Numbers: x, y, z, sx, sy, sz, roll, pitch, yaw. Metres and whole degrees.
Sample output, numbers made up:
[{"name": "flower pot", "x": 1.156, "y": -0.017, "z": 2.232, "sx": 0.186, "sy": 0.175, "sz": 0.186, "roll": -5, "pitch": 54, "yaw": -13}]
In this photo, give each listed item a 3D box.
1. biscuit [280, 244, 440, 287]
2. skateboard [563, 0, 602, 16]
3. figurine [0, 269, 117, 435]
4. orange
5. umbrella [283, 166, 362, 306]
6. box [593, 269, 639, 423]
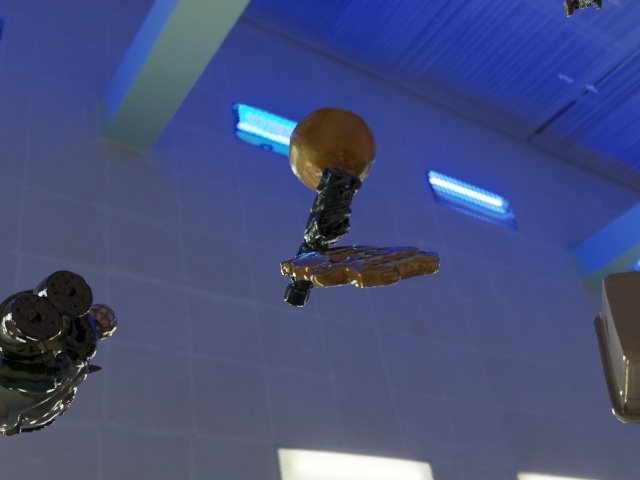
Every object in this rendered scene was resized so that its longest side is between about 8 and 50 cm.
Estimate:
[{"name": "biscuit", "x": 0.042, "y": 0.022, "z": 0.786, "sx": 0.133, "sy": 0.184, "sz": 0.027, "roll": -12, "pitch": -81, "yaw": -21}, {"name": "skateboard", "x": 0.201, "y": -0.226, "z": 0.579, "sx": 0.064, "sy": 0.032, "sz": 0.083, "roll": 45, "pitch": -146, "yaw": -80}, {"name": "figurine", "x": -0.404, "y": 0.161, "z": 1.040, "sx": 0.167, "sy": 0.370, "sz": 0.281, "roll": 44, "pitch": -129, "yaw": 1}, {"name": "orange", "x": 0.022, "y": -0.153, "z": 1.302, "sx": 0.158, "sy": 0.159, "sz": 0.136, "roll": 22, "pitch": -154, "yaw": -26}, {"name": "umbrella", "x": 0.001, "y": 0.001, "z": 1.128, "sx": 0.071, "sy": 0.224, "sz": 0.080, "roll": 29, "pitch": -164, "yaw": 23}, {"name": "box", "x": 0.261, "y": 0.075, "z": 0.570, "sx": 0.122, "sy": 0.089, "sz": 0.062, "roll": -76, "pitch": -26, "yaw": -53}]
